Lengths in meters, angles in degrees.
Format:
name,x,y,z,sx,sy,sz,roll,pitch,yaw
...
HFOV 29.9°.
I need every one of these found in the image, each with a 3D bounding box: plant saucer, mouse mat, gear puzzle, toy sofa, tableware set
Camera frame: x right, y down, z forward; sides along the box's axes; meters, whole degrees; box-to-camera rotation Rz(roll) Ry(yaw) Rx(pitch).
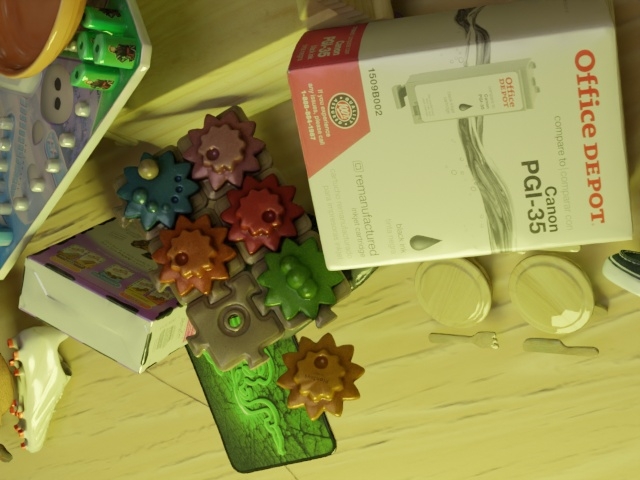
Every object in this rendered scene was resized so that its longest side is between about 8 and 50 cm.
name,x,y,z,sx,sy,sz,roll,pitch,yaw
plant saucer,-0.267,-0.250,1.122,0.200,0.037,0.200,-4,85,50
mouse mat,-0.073,0.176,1.399,0.153,0.007,0.189,-18,94,31
gear puzzle,-0.074,0.033,1.198,0.175,0.044,0.339,-31,76,-1
toy sofa,-0.097,-0.226,1.235,0.362,0.177,0.150,-20,71,32
tableware set,0.186,0.046,1.208,0.194,0.039,0.128,2,117,33

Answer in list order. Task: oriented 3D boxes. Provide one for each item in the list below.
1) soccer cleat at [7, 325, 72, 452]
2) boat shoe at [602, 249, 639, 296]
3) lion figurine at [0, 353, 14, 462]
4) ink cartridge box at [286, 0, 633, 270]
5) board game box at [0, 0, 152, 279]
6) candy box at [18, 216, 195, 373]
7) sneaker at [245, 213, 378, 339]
name,x,y,z,sx,sy,sz,roll,pitch,yaw
soccer cleat,-0.351,0.192,1.519,0.068,0.076,0.196,52,144,45
boat shoe,0.357,0.021,1.099,0.183,0.065,0.083,17,110,16
lion figurine,-0.447,0.108,1.452,0.240,0.142,0.392,-12,110,59
ink cartridge box,0.132,-0.099,1.087,0.283,0.117,0.207,-6,114,12
board game box,-0.334,-0.219,1.272,0.390,0.050,0.390,-46,55,40
candy box,-0.201,0.049,1.318,0.165,0.196,0.070,25,117,19
sneaker,0.000,0.000,1.263,0.227,0.087,0.130,-37,92,36
